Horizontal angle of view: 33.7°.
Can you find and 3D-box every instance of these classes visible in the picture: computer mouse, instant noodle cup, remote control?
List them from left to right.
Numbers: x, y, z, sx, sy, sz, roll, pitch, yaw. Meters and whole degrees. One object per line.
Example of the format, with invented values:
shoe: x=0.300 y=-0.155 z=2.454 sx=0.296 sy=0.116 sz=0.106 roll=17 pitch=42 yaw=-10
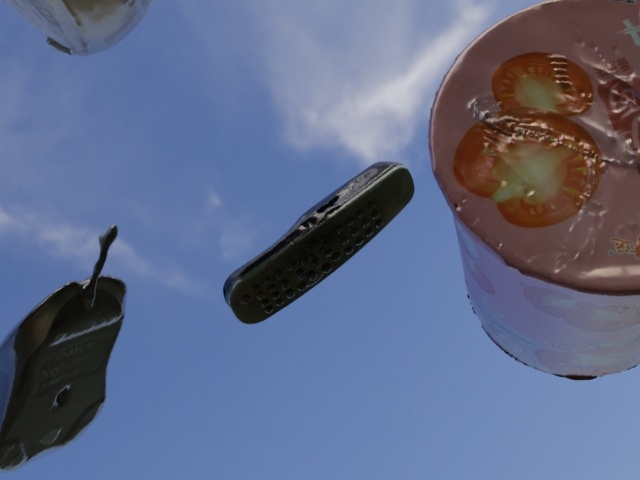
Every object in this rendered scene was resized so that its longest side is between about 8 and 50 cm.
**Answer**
computer mouse: x=-0.307 y=0.120 z=1.218 sx=0.167 sy=0.090 sz=0.379 roll=-18 pitch=-38 yaw=-53
remote control: x=0.000 y=0.000 z=1.031 sx=0.222 sy=0.042 sz=0.072 roll=-38 pitch=-40 yaw=-10
instant noodle cup: x=0.204 y=-0.024 z=0.807 sx=0.243 sy=0.243 sz=0.231 roll=-45 pitch=-23 yaw=-15

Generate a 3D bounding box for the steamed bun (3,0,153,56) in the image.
steamed bun: x=-0.149 y=-0.203 z=0.542 sx=0.130 sy=0.177 sz=0.228 roll=-46 pitch=-21 yaw=-8
